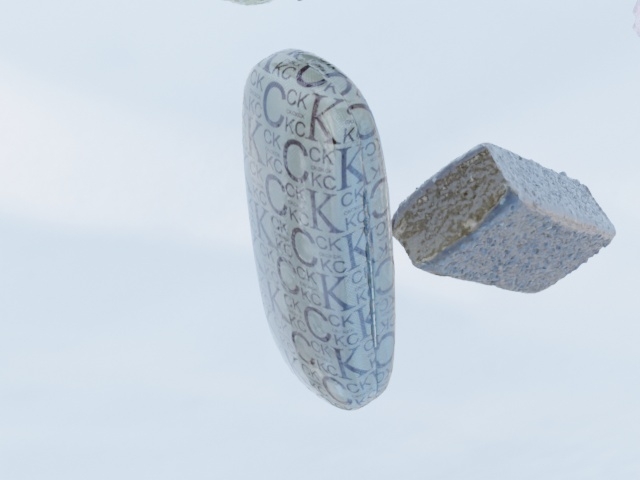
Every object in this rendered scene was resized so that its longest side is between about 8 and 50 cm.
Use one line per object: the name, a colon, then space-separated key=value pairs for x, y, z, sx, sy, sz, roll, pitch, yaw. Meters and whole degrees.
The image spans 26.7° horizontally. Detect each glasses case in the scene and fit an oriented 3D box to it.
glasses case: x=0.000 y=0.000 z=1.181 sx=0.085 sy=0.137 sz=0.355 roll=-30 pitch=133 yaw=-29

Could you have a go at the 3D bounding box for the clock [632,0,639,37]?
clock: x=0.237 y=-0.215 z=0.707 sx=0.080 sy=0.290 sz=0.275 roll=9 pitch=145 yaw=26

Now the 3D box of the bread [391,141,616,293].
bread: x=0.243 y=-0.022 z=1.740 sx=0.165 sy=0.113 sz=0.416 roll=-41 pitch=157 yaw=18

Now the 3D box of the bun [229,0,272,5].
bun: x=-0.069 y=-0.272 z=1.063 sx=0.164 sy=0.188 sz=0.111 roll=-38 pitch=176 yaw=16
